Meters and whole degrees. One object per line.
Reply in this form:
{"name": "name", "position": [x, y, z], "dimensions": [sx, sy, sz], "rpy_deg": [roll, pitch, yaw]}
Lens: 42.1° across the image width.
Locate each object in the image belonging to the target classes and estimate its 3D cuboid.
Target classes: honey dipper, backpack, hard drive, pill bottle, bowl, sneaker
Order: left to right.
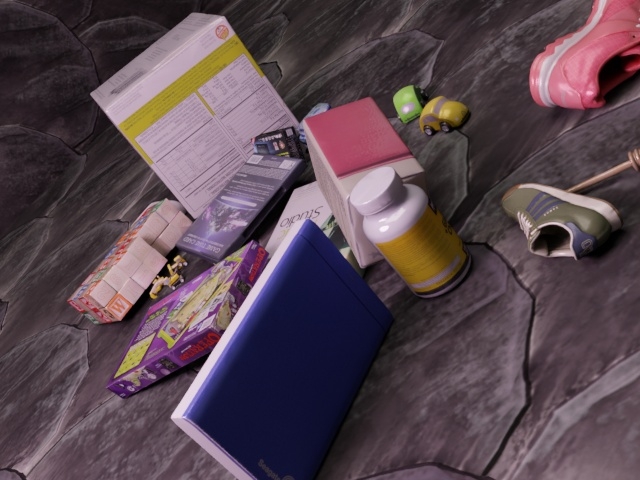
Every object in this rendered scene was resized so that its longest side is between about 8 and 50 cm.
{"name": "bowl", "position": [-0.413, -0.048, 2.073], "dimensions": [0.142, 0.053, 0.142], "rpy_deg": [-3, 44, 53]}
{"name": "hard drive", "position": [-0.033, 0.158, 1.076], "dimensions": [0.040, 0.210, 0.318], "rpy_deg": [-10, 40, 45]}
{"name": "backpack", "position": [0.010, -0.238, 1.772], "dimensions": [0.105, 0.084, 0.114], "rpy_deg": [-50, 30, -13]}
{"name": "pill bottle", "position": [0.124, -0.013, 1.162], "dimensions": [0.103, 0.184, 0.103], "rpy_deg": [-31, 28, 19]}
{"name": "sneaker", "position": [0.291, -0.021, 1.086], "dimensions": [0.086, 0.064, 0.192], "rpy_deg": [-44, 29, -17]}
{"name": "honey dipper", "position": [0.380, -0.085, 1.117], "dimensions": [0.161, 0.030, 0.030], "rpy_deg": [-29, 28, 31]}
{"name": "sneaker", "position": [0.471, -0.312, 1.286], "dimensions": [0.314, 0.116, 0.136], "rpy_deg": [-48, 41, -7]}

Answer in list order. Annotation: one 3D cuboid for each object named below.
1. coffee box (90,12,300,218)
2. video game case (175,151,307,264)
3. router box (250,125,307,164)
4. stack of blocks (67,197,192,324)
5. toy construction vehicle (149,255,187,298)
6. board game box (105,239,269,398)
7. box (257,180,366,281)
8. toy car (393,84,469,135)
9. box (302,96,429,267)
{"name": "coffee box", "position": [-0.302, -0.310, 2.007], "dimensions": [0.338, 0.334, 0.337], "rpy_deg": [-40, 25, -5]}
{"name": "video game case", "position": [-0.168, -0.072, 1.729], "dimensions": [0.274, 0.026, 0.196], "rpy_deg": [-52, 33, -16]}
{"name": "router box", "position": [-0.092, -0.195, 1.825], "dimensions": [0.038, 0.092, 0.122], "rpy_deg": [-30, 16, -37]}
{"name": "stack of blocks", "position": [-0.418, 0.045, 1.867], "dimensions": [0.171, 0.087, 0.297], "rpy_deg": [-16, 34, 56]}
{"name": "toy construction vehicle", "position": [-0.330, 0.077, 1.789], "dimensions": [0.098, 0.035, 0.086], "rpy_deg": [-40, 26, 0]}
{"name": "board game box", "position": [-0.242, 0.146, 1.490], "dimensions": [0.347, 0.056, 0.208], "rpy_deg": [-31, 30, 41]}
{"name": "box", "position": [0.000, 0.000, 1.449], "dimensions": [0.232, 0.058, 0.322], "rpy_deg": [-18, 35, 38]}
{"name": "toy car", "position": [0.168, -0.243, 1.605], "dimensions": [0.239, 0.053, 0.225], "rpy_deg": [-28, 29, 24]}
{"name": "box", "position": [0.073, -0.097, 1.311], "dimensions": [0.127, 0.148, 0.232], "rpy_deg": [-20, 42, -6]}
